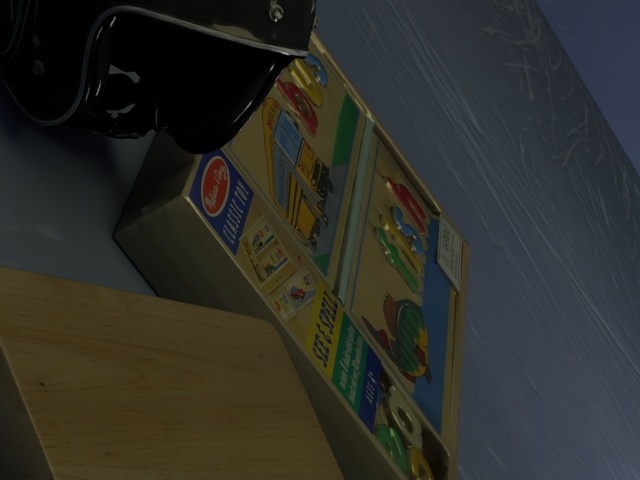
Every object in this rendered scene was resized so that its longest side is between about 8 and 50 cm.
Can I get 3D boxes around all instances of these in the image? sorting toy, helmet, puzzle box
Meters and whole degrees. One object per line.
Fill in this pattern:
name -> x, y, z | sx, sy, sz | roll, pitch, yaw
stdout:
sorting toy -> -0.061, 0.153, 0.799 | 0.257, 0.089, 0.255 | 17, 46, -64
helmet -> -0.083, -0.135, 1.027 | 0.169, 0.161, 0.169 | 30, 30, -20
puzzle box -> 0.000, 0.000, 1.259 | 0.272, 0.052, 0.409 | 52, 20, -18
